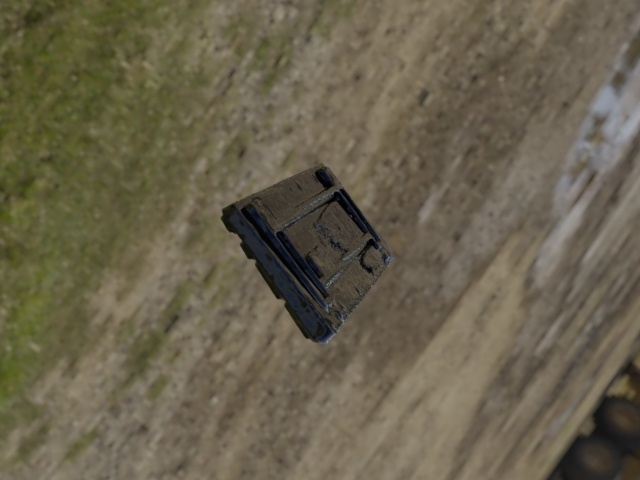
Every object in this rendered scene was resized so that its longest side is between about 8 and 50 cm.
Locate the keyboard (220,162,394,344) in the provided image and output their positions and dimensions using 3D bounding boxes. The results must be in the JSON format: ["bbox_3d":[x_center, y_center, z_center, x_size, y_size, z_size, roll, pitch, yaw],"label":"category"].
[{"bbox_3d":[0.000,0.000,0.607,0.013,0.061,0.204,-36,180,12],"label":"keyboard"}]
